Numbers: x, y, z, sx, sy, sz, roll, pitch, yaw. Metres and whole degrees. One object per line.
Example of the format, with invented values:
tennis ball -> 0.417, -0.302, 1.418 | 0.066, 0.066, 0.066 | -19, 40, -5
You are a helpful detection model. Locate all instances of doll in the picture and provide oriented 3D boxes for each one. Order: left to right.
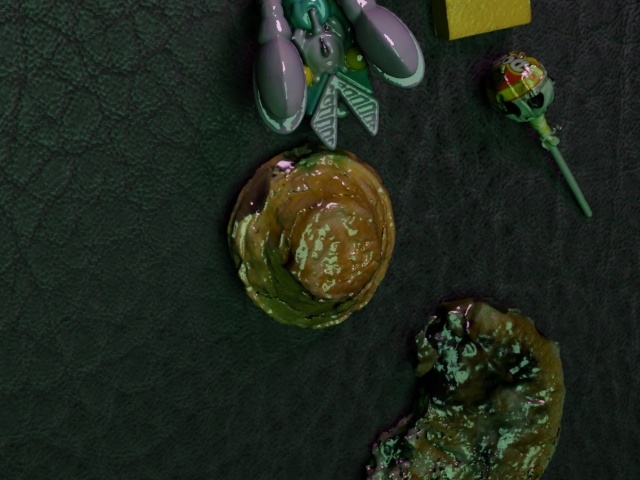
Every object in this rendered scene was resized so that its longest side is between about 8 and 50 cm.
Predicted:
doll -> -0.012, -0.225, 1.366 | 0.258, 0.153, 0.195 | 44, 99, -11

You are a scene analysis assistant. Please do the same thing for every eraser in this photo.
eraser -> 0.202, -0.313, 1.485 | 0.122, 0.045, 0.097 | -15, 113, -19

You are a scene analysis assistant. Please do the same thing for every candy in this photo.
candy -> 0.312, -0.132, 1.580 | 0.083, 0.091, 0.305 | -44, 125, -8

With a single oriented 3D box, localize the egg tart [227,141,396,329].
egg tart -> 0.000, 0.000, 1.464 | 0.241, 0.106, 0.241 | -6, 104, -24

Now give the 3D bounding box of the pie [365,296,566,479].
pie -> 0.212, 0.263, 1.657 | 0.297, 0.078, 0.371 | 15, 98, -29
